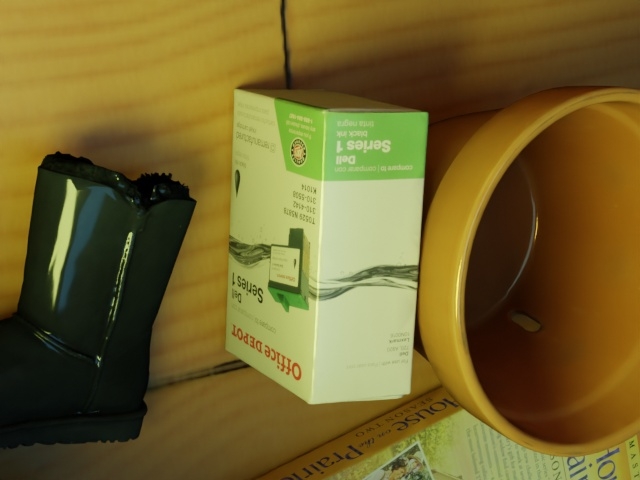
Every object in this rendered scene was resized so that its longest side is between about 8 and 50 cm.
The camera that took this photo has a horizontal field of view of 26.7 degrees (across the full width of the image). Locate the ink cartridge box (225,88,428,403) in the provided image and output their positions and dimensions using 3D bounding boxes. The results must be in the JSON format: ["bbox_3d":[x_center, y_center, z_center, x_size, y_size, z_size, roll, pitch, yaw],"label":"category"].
[{"bbox_3d":[0.000,0.000,1.037,0.092,0.160,0.220,-3,102,-28],"label":"ink cartridge box"}]

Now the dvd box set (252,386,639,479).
[{"bbox_3d":[0.122,0.285,1.231,0.420,0.062,0.308,-24,113,-24],"label":"dvd box set"}]

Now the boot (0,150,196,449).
[{"bbox_3d":[-0.211,0.039,0.952,0.246,0.094,0.207,4,103,-39],"label":"boot"}]

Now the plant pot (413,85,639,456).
[{"bbox_3d":[0.165,0.008,1.115,0.290,0.203,0.291,-9,106,-32],"label":"plant pot"}]
